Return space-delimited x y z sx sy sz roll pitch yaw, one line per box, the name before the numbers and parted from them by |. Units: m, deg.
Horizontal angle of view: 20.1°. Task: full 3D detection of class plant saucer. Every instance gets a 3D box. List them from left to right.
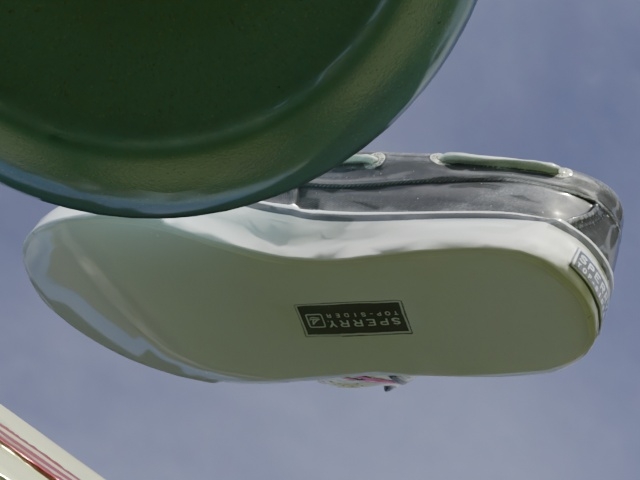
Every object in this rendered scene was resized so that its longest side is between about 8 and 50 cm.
plant saucer | -0.077 -0.162 0.779 0.317 0.044 0.318 0 -79 1

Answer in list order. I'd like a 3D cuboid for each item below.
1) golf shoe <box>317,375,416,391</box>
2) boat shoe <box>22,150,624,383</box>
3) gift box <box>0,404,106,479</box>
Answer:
golf shoe | 0.004 0.087 1.439 0.186 0.067 0.086 12 -50 -27
boat shoe | 0.000 0.000 0.897 0.301 0.102 0.108 -1 -52 24
gift box | -0.248 0.264 1.237 0.258 0.255 0.276 33 -86 9
